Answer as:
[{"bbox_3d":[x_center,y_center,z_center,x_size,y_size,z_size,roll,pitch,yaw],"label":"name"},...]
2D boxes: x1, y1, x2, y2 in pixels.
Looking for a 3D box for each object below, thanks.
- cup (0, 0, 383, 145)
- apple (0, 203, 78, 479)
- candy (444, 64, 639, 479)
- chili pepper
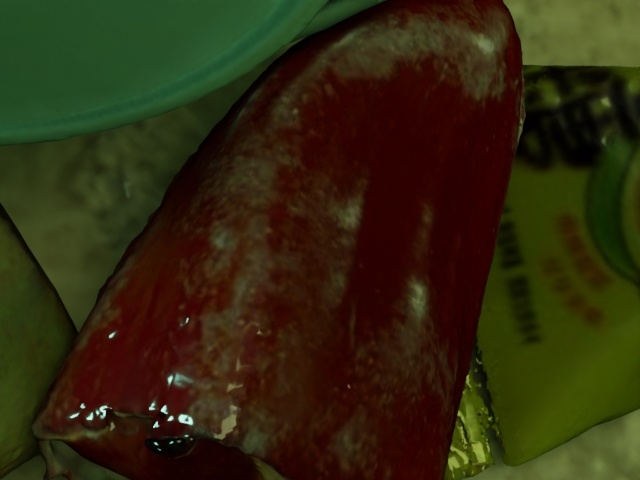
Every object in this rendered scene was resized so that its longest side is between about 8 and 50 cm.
[{"bbox_3d":[-0.072,-0.248,0.642,0.401,0.310,0.392,16,54,-22],"label":"cup"},{"bbox_3d":[-0.213,0.006,0.659,0.265,0.120,0.193,44,61,0],"label":"apple"},{"bbox_3d":[0.159,-0.019,0.811,0.297,0.081,0.187,-11,77,-5],"label":"candy"},{"bbox_3d":[0.000,0.000,0.724,0.144,0.136,0.253,19,70,-1],"label":"chili pepper"}]
